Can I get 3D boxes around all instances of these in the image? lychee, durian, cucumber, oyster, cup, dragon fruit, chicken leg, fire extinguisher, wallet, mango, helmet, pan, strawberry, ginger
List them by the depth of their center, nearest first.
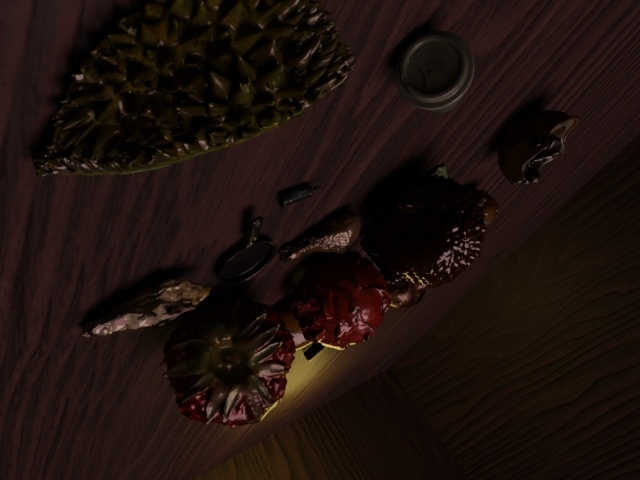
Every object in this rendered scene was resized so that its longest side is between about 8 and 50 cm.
[{"bbox_3d":[-0.137,-0.173,0.551,0.394,0.163,0.198,-30,-164,-6],"label":"durian"},{"bbox_3d":[0.188,-0.258,0.804,0.120,0.120,0.141,-42,167,12],"label":"cup"},{"bbox_3d":[-0.311,0.117,0.867,0.208,0.072,0.133,-20,166,10],"label":"oyster"},{"bbox_3d":[-0.041,-0.085,0.912,0.083,0.025,0.038,-24,-168,-28],"label":"fire extinguisher"},{"bbox_3d":[-0.138,0.015,0.956,0.136,0.028,0.235,-25,158,-28],"label":"pan"},{"bbox_3d":[0.001,0.003,1.091,0.197,0.069,0.085,-24,154,-12],"label":"chicken leg"},{"bbox_3d":[-0.204,0.267,1.107,0.292,0.292,0.343,-29,175,-18],"label":"strawberry"},{"bbox_3d":[0.248,-0.022,1.149,0.267,0.268,0.268,-30,157,-15],"label":"lychee"},{"bbox_3d":[0.050,0.149,1.237,0.252,0.240,0.241,-55,165,-23],"label":"dragon fruit"},{"bbox_3d":[0.554,-0.255,1.307,0.198,0.130,0.225,-12,137,-52],"label":"helmet"},{"bbox_3d":[0.197,0.045,1.313,0.044,0.149,0.250,-43,165,23],"label":"wallet"},{"bbox_3d":[-0.095,0.235,1.333,0.227,0.099,0.137,-6,106,-28],"label":"mango"},{"bbox_3d":[0.353,0.120,1.710,0.357,0.153,0.274,-34,157,-3],"label":"ginger"},{"bbox_3d":[0.036,0.360,1.857,0.256,0.043,0.044,-44,161,16],"label":"cucumber"}]

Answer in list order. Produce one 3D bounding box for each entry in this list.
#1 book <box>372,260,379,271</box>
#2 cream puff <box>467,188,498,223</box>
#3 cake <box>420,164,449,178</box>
[{"bbox_3d":[0.211,0.043,1.534,0.127,0.014,0.182,-28,156,-20],"label":"book"},{"bbox_3d":[0.461,-0.093,1.504,0.150,0.115,0.165,-26,165,-9],"label":"cream puff"},{"bbox_3d":[0.302,-0.091,1.302,0.100,0.099,0.235,-33,156,-14],"label":"cake"}]
